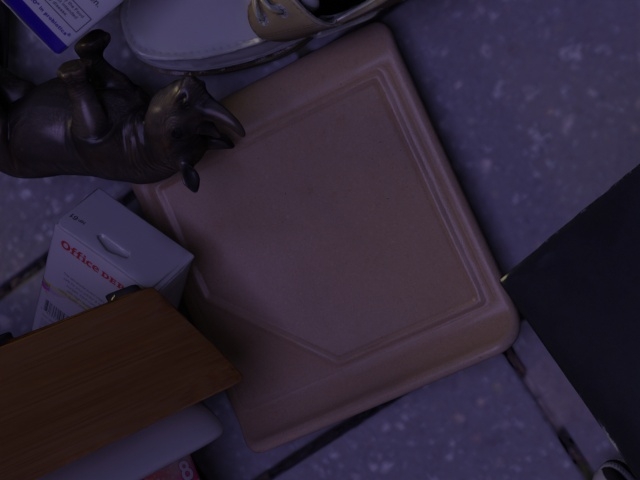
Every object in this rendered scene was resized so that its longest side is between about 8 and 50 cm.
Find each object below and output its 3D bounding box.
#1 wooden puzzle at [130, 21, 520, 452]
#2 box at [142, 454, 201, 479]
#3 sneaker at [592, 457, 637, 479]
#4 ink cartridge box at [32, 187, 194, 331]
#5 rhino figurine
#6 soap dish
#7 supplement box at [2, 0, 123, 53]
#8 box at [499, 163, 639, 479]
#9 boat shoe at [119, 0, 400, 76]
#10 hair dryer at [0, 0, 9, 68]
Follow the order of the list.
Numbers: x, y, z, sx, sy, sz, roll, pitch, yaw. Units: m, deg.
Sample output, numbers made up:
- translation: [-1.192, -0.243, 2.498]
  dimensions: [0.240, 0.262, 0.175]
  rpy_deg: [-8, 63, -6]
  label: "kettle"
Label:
- translation: [0.000, 0.000, 1.253]
  dimensions: [0.221, 0.044, 0.238]
  rpy_deg: [-25, 84, 23]
  label: "wooden puzzle"
- translation: [-0.203, 0.266, 1.214]
  dimensions: [0.142, 0.300, 0.154]
  rpy_deg: [-24, 88, 45]
  label: "box"
- translation: [0.223, 0.262, 1.172]
  dimensions: [0.132, 0.086, 0.228]
  rpy_deg: [-54, 51, 30]
  label: "sneaker"
- translation: [-0.146, 0.037, 1.277]
  dimensions: [0.088, 0.052, 0.122]
  rpy_deg: [35, 139, 12]
  label: "ink cartridge box"
- translation: [-0.149, -0.084, 1.250]
  dimensions: [0.243, 0.073, 0.106]
  rpy_deg: [7, 129, 32]
  label: "rhino figurine"
- translation: [-0.229, 0.132, 1.182]
  dimensions: [0.229, 0.291, 0.118]
  rpy_deg: [-20, 92, 46]
  label: "soap dish"
- translation: [-0.124, -0.243, 1.197]
  dimensions: [0.220, 0.111, 0.114]
  rpy_deg: [-38, 108, 17]
  label: "supplement box"
- translation: [0.304, 0.096, 0.958]
  dimensions: [0.179, 0.343, 0.312]
  rpy_deg: [-40, 69, 20]
  label: "box"
- translation: [-0.011, -0.186, 1.192]
  dimensions: [0.302, 0.103, 0.113]
  rpy_deg: [-20, 90, 22]
  label: "boat shoe"
- translation: [-0.247, -0.261, 1.302]
  dimensions: [0.223, 0.080, 0.293]
  rpy_deg: [44, 116, -8]
  label: "hair dryer"
